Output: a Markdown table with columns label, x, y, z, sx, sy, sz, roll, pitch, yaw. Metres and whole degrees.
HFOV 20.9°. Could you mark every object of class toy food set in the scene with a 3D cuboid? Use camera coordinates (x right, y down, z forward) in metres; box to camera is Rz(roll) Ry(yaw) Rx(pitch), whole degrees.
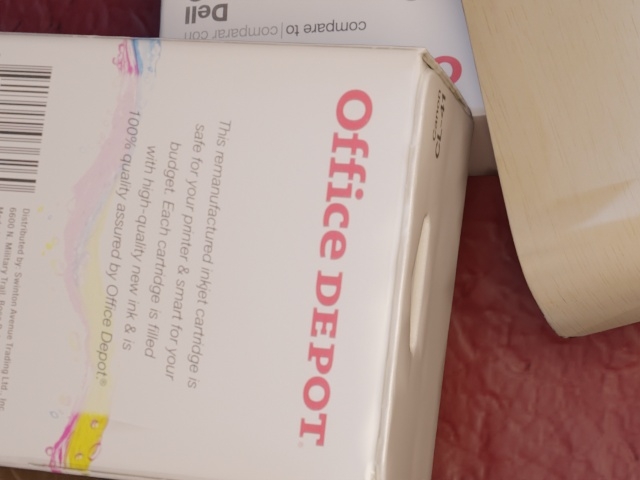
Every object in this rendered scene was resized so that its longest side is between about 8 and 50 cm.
| label | x | y | z | sx | sy | sz | roll | pitch | yaw |
| --- | --- | --- | --- | --- | --- | --- | --- | --- | --- |
| toy food set | 0.189 | -0.125 | 0.879 | 0.219 | 0.092 | 0.306 | -16 | 76 | 19 |

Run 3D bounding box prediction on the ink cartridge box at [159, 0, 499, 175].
| label | x | y | z | sx | sy | sz | roll | pitch | yaw |
| --- | --- | --- | --- | --- | --- | --- | --- | --- | --- |
| ink cartridge box | 0.023 | -0.190 | 1.043 | 0.211 | 0.121 | 0.289 | -2 | 78 | 17 |

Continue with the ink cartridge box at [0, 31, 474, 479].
| label | x | y | z | sx | sy | sz | roll | pitch | yaw |
| --- | --- | --- | --- | --- | --- | --- | --- | --- | --- |
| ink cartridge box | -0.089 | 0.015 | 0.910 | 0.306 | 0.131 | 0.226 | 5 | 83 | 16 |

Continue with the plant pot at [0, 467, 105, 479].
| label | x | y | z | sx | sy | sz | roll | pitch | yaw |
| --- | --- | --- | --- | --- | --- | --- | --- | --- | --- |
| plant pot | -0.127 | 0.119 | 1.028 | 0.237 | 0.110 | 0.237 | -3 | 78 | 16 |
